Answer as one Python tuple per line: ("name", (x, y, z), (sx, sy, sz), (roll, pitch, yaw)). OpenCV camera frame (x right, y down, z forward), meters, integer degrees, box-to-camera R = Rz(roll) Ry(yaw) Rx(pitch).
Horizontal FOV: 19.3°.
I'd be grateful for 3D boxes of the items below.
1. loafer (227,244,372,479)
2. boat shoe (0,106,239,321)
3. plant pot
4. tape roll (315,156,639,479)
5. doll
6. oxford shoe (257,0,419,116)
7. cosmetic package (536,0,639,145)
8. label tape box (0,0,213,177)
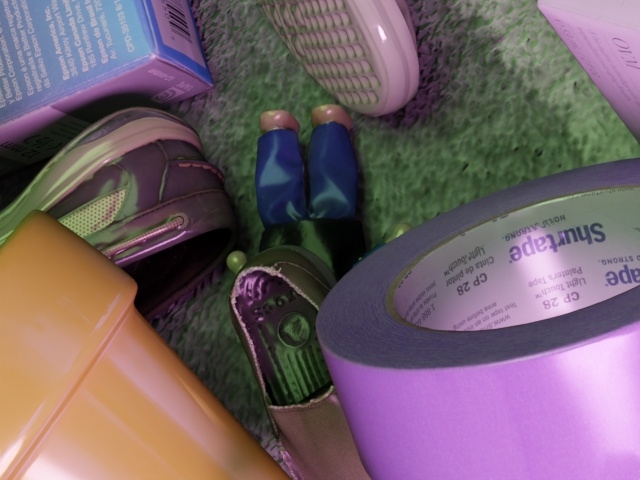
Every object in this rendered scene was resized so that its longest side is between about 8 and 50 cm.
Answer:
("loafer", (0.005, 0.116, 1.182), (0.094, 0.087, 0.251), (-34, 75, 12))
("boat shoe", (-0.205, 0.061, 1.317), (0.355, 0.132, 0.130), (-44, 57, 6))
("plant pot", (-0.154, 0.150, 1.148), (0.239, 0.254, 0.254), (37, 89, -5))
("tape roll", (0.140, 0.045, 1.063), (0.275, 0.090, 0.275), (-18, 18, 6))
("doll", (0.000, 0.000, 1.281), (0.129, 0.046, 0.189), (-5, 67, 4))
("oxford shoe", (-0.016, -0.283, 1.362), (0.130, 0.169, 0.449), (-15, 58, -19))
("cosmetic package", (0.279, -0.113, 1.074), (0.225, 0.224, 0.138), (20, 79, 33))
("label tape box", (-0.282, -0.176, 1.434), (0.348, 0.115, 0.249), (-22, 76, 19))
